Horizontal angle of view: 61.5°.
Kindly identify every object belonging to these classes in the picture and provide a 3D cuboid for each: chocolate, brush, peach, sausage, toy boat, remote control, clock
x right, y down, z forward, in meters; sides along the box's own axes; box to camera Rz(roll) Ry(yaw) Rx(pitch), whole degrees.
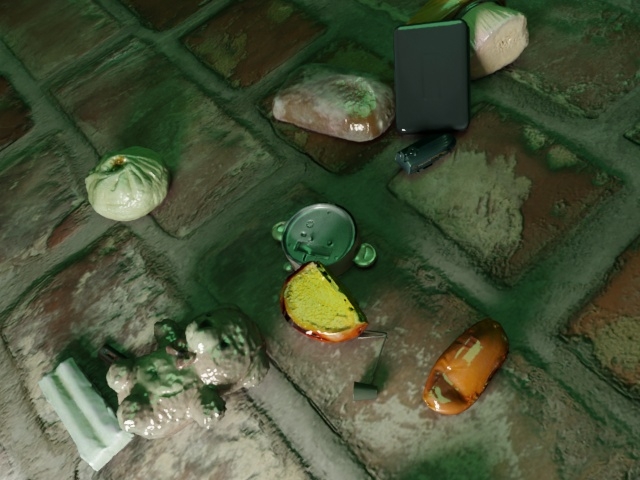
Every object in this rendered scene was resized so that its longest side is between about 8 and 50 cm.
[{"bbox_3d":[0.033,-0.339,1.251,0.303,0.100,0.185,19,68,28],"label":"chocolate"},{"bbox_3d":[0.314,-0.458,1.217,0.267,0.174,0.166,-24,64,8],"label":"brush"},{"bbox_3d":[0.012,0.117,0.958,0.172,0.092,0.127,24,79,20],"label":"peach"},{"bbox_3d":[0.233,0.203,0.858,0.179,0.089,0.089,-45,58,-11],"label":"sausage"},{"bbox_3d":[0.227,-0.187,1.123,0.141,0.060,0.055,-29,55,-13],"label":"toy boat"},{"bbox_3d":[-0.395,0.230,1.037,0.091,0.016,0.034,23,61,25],"label":"remote control"},{"bbox_3d":[0.000,0.000,1.057,0.229,0.063,0.155,17,63,25],"label":"clock"}]

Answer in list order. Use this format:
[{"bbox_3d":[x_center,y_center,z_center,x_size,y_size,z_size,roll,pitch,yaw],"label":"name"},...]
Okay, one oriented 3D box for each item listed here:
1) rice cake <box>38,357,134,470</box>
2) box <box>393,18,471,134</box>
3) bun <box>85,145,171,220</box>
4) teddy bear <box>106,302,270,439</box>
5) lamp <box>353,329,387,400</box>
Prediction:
[{"bbox_3d":[-0.432,0.308,0.981,0.226,0.040,0.085,37,73,31],"label":"rice cake"},{"bbox_3d":[0.238,-0.346,1.150,0.160,0.050,0.230,-1,98,14],"label":"box"},{"bbox_3d":[-0.449,-0.141,1.232,0.195,0.118,0.195,-8,57,13],"label":"bun"},{"bbox_3d":[-0.220,0.222,0.919,0.267,0.151,0.236,-35,50,-4],"label":"teddy bear"},{"bbox_3d":[0.086,0.214,0.915,0.054,0.041,0.121,3,61,7],"label":"lamp"}]
